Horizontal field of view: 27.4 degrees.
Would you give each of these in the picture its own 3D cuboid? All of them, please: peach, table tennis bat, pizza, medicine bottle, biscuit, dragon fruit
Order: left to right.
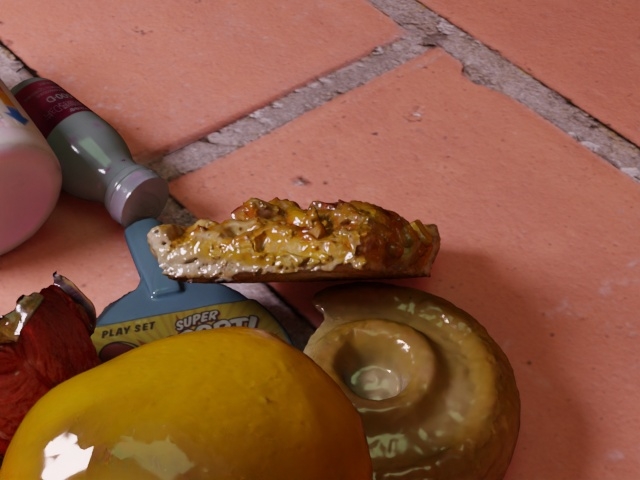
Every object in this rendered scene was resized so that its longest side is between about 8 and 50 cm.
[{"bbox_3d":[-0.409,-0.127,1.393,0.170,0.170,0.293,-23,58,-26],"label":"medicine bottle"},{"bbox_3d":[-0.254,0.157,1.140,0.148,0.224,0.218,44,6,-3],"label":"dragon fruit"},{"bbox_3d":[-0.261,-0.094,1.447,0.090,0.090,0.216,-33,55,-33],"label":"medicine bottle"},{"bbox_3d":[-0.139,0.101,1.294,0.215,0.044,0.329,-10,47,-15],"label":"table tennis bat"},{"bbox_3d":[-0.093,0.212,1.020,0.289,0.289,0.308,26,21,21],"label":"peach"},{"bbox_3d":[0.000,0.000,1.291,0.335,0.226,0.086,1,85,-28],"label":"pizza"},{"bbox_3d":[0.081,0.146,1.228,0.213,0.091,0.274,1,42,-2],"label":"biscuit"}]
